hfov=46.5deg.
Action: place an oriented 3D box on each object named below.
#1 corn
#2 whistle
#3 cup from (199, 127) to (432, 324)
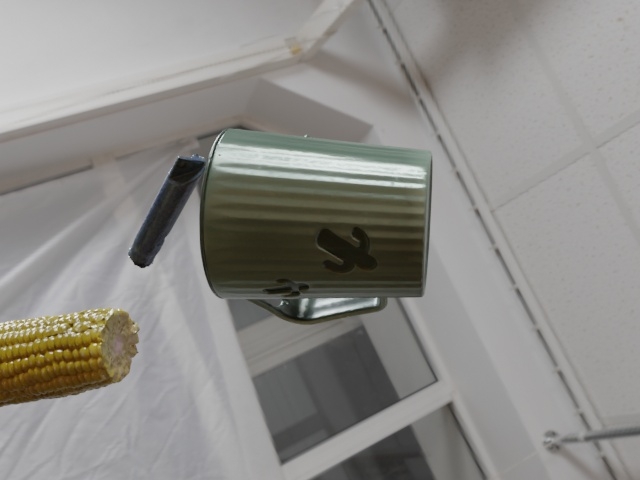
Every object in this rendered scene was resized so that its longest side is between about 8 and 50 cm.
[{"bbox_3d":[-0.315,0.128,0.802,0.244,0.093,0.093,-13,-79,20],"label":"corn"},{"bbox_3d":[-0.309,-0.058,1.480,0.062,0.062,0.304,58,-47,22],"label":"whistle"},{"bbox_3d":[0.002,-0.024,1.373,0.401,0.393,0.310,65,30,-70],"label":"cup"}]
